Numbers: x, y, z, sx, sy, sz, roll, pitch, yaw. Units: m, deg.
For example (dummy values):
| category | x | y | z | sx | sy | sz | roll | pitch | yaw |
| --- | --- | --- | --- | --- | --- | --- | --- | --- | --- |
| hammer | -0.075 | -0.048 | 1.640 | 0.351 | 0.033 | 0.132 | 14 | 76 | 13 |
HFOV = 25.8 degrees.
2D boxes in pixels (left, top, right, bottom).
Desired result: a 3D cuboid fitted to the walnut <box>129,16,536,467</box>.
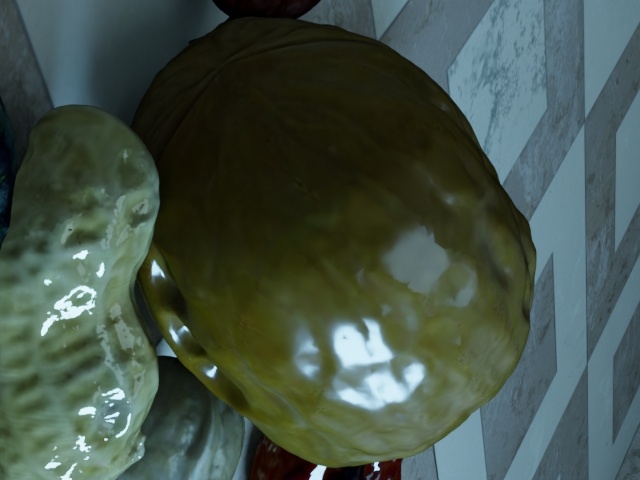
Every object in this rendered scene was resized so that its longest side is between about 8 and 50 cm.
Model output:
| category | x | y | z | sx | sy | sz | roll | pitch | yaw |
| --- | --- | --- | --- | --- | --- | --- | --- | --- | --- |
| walnut | 0.000 | 0.000 | 1.169 | 0.308 | 0.354 | 0.398 | -43 | 129 | -14 |

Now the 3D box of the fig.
| category | x | y | z | sx | sy | sz | roll | pitch | yaw |
| --- | --- | --- | --- | --- | --- | --- | --- | --- | --- |
| fig | -0.050 | -0.231 | 1.198 | 0.128 | 0.128 | 0.150 | 13 | 89 | -65 |

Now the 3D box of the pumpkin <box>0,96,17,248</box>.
| category | x | y | z | sx | sy | sz | roll | pitch | yaw |
| --- | --- | --- | --- | --- | --- | --- | --- | --- | --- |
| pumpkin | -0.276 | -0.029 | 0.792 | 0.233 | 0.163 | 0.233 | -47 | 146 | -46 |

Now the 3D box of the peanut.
| category | x | y | z | sx | sy | sz | roll | pitch | yaw |
| --- | --- | --- | --- | --- | --- | --- | --- | --- | --- |
| peanut | -0.189 | 0.057 | 1.039 | 0.140 | 0.153 | 0.325 | -36 | 142 | -60 |

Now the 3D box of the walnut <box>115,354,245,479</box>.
| category | x | y | z | sx | sy | sz | roll | pitch | yaw |
| --- | --- | --- | --- | --- | --- | --- | --- | --- | --- |
| walnut | -0.139 | 0.182 | 1.238 | 0.162 | 0.140 | 0.140 | -64 | 155 | -2 |

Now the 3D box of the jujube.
| category | x | y | z | sx | sy | sz | roll | pitch | yaw |
| --- | --- | --- | --- | --- | --- | --- | --- | --- | --- |
| jujube | 0.011 | 0.248 | 1.523 | 0.168 | 0.168 | 0.236 | -42 | 159 | -50 |
